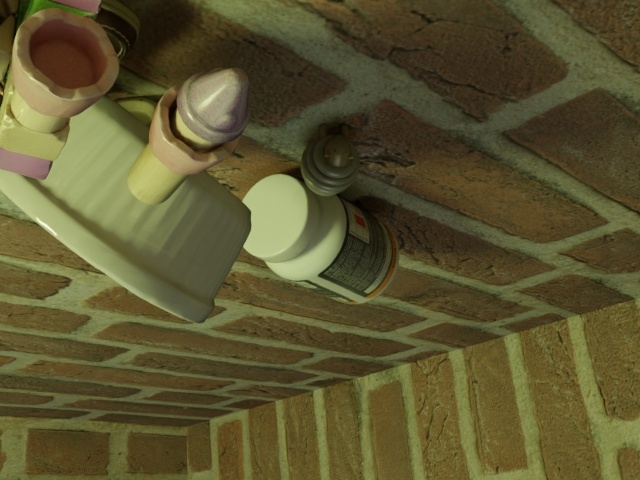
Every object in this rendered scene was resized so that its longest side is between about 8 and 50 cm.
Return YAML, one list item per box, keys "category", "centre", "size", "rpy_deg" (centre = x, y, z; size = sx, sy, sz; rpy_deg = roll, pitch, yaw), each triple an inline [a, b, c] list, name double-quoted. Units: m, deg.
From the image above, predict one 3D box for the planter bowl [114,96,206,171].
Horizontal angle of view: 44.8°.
- category: "planter bowl"
  centre: [-0.232, -0.110, 0.971]
  size: [0.162, 0.162, 0.109]
  rpy_deg: [-6, 131, 1]

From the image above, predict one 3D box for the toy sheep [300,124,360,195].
- category: "toy sheep"
  centre: [0.012, -0.107, 1.094]
  size: [0.091, 0.091, 0.132]
  rpy_deg: [-1, 158, -12]

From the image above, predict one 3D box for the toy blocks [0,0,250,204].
- category: "toy blocks"
  centre: [-0.189, -0.208, 0.548]
  size: [0.309, 0.288, 0.260]
  rpy_deg: [11, 156, -28]

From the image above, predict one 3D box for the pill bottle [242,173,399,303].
- category: "pill bottle"
  centre: [0.000, 0.000, 1.256]
  size: [0.162, 0.162, 0.278]
  rpy_deg: [-18, 155, 27]

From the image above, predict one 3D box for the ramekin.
- category: "ramekin"
  centre: [-0.192, -0.046, 0.795]
  size: [0.127, 0.273, 0.273]
  rpy_deg: [-53, 152, -3]

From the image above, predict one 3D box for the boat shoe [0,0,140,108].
- category: "boat shoe"
  centre: [-0.335, -0.155, 0.845]
  size: [0.342, 0.123, 0.123]
  rpy_deg: [-16, 156, 24]
